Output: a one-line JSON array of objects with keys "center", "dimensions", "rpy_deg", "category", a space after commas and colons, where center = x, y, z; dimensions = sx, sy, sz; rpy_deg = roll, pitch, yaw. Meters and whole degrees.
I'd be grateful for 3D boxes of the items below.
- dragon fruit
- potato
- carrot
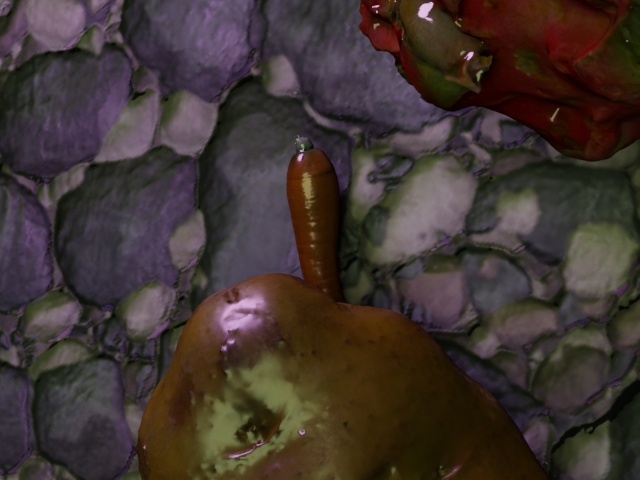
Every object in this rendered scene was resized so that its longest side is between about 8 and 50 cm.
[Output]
[{"center": [0.149, -0.172, 0.704], "dimensions": [0.303, 0.237, 0.231], "rpy_deg": [-13, 63, 45], "category": "dragon fruit"}, {"center": [0.042, 0.183, 0.781], "dimensions": [0.369, 0.195, 0.176], "rpy_deg": [50, 140, 18], "category": "potato"}, {"center": [0.000, 0.000, 0.873], "dimensions": [0.035, 0.035, 0.142], "rpy_deg": [-7, 93, 23], "category": "carrot"}]
